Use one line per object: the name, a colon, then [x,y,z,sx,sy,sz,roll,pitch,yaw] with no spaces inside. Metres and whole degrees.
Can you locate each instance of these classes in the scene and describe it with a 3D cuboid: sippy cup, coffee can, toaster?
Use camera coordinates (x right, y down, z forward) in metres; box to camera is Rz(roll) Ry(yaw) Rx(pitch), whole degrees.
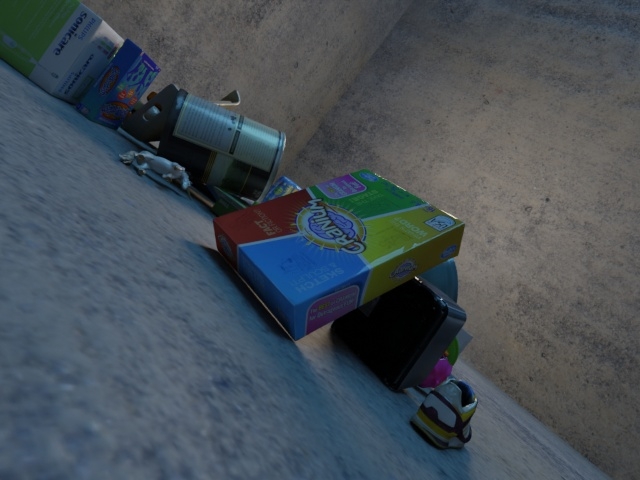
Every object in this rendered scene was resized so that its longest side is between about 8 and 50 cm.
sippy cup: [-0.197,-0.204,2.121,0.240,0.224,0.305,35,4,-45]
coffee can: [-0.253,-0.235,1.043,0.275,0.202,0.201,19,8,-19]
toaster: [0.132,0.129,0.693,0.110,0.186,0.168,21,13,-49]

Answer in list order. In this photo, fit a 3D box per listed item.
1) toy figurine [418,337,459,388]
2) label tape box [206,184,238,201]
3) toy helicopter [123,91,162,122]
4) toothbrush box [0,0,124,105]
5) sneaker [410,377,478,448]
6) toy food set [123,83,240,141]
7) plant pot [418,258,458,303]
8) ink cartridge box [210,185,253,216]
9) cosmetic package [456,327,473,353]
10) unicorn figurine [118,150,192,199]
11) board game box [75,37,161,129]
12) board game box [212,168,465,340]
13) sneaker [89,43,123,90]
toy figurine: [0.206,0.225,0.824,0.173,0.130,0.159,46,12,7]
label tape box: [-0.329,-0.248,1.330,0.249,0.115,0.348,58,0,-9]
toy helicopter: [-0.544,-0.355,1.428,0.234,0.140,0.355,27,-17,43]
toothbrush box: [-0.652,-0.493,0.939,0.283,0.206,0.122,36,2,-5]
sneaker: [0.196,0.244,0.585,0.069,0.084,0.185,38,2,33]
toy food set: [-0.402,-0.392,1.215,0.093,0.219,0.306,63,27,-6]
plant pot: [0.166,0.108,1.019,0.196,0.294,0.293,7,16,-24]
ink cartridge box: [-0.202,-0.063,1.029,0.108,0.062,0.209,37,2,10]
cosmetic package: [0.397,0.323,1.431,0.151,0.151,0.183,36,3,-40]
unicorn figurine: [-0.321,-0.145,0.836,0.161,0.060,0.111,37,2,-22]
board game box: [-0.508,-0.389,1.037,0.047,0.210,0.160,38,2,-9]
board game box: [0.027,-0.005,0.643,0.242,0.316,0.064,38,-40,41]
sneaker: [-0.610,-0.452,1.120,0.123,0.110,0.295,21,-33,-19]
